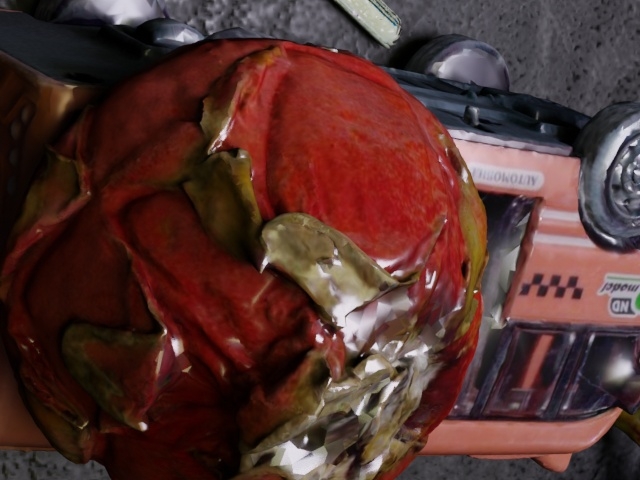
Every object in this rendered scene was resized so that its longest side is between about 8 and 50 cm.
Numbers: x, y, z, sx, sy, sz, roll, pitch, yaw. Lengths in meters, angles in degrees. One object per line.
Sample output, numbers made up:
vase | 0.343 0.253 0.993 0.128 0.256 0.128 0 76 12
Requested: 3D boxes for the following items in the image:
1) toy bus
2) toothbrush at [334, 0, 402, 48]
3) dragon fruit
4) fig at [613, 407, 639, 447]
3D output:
toy bus | 0.000 0.000 0.792 0.427 0.203 0.233 6 106 -33
toothbrush | -0.046 -0.198 0.821 0.294 0.028 0.026 39 81 -38
dragon fruit | -0.007 0.040 0.595 0.218 0.148 0.223 -15 120 -23
fig | 0.285 0.221 0.972 0.290 0.190 0.190 44 74 5
